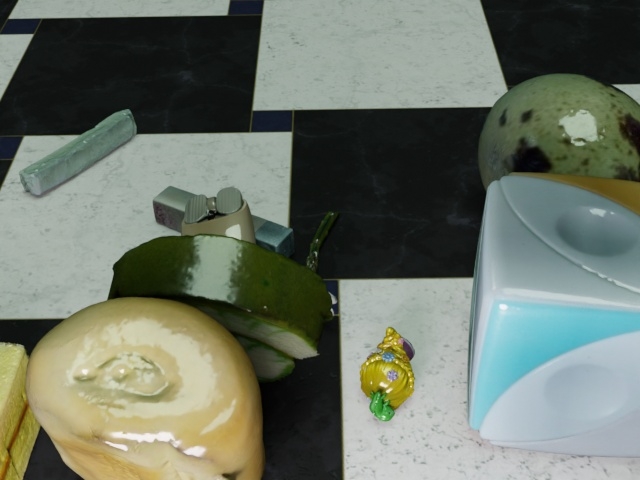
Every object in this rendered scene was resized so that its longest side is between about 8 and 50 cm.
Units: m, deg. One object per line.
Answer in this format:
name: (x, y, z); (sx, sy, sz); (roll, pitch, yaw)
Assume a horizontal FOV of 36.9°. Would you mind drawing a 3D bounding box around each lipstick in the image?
lipstick: (-0.205, -0.031, 2.000); (0.317, 0.066, 0.068); (20, 45, 25)

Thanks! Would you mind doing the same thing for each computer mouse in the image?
computer mouse: (-0.201, 0.001, 1.880); (0.145, 0.082, 0.236); (-13, 58, 8)

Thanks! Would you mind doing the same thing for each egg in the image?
egg: (0.490, -0.164, 1.932); (0.345, 0.345, 0.428); (-16, 38, -18)

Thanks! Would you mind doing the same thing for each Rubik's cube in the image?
Rubik's cube: (0.424, 0.119, 1.568); (0.352, 0.351, 0.347); (7, 40, 7)

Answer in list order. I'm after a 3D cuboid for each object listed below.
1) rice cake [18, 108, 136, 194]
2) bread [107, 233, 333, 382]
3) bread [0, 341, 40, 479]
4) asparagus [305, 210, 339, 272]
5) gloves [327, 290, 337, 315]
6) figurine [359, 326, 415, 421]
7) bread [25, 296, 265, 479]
rice cake: (-0.554, -0.209, 2.235); (0.063, 0.066, 0.336); (24, 44, 29)
bread: (-0.159, 0.117, 1.569); (0.382, 0.366, 0.129); (-2, 61, 21)
bread: (-0.554, 0.303, 1.511); (0.163, 0.167, 0.264); (0, 39, 3)
asparagus: (0.001, 0.001, 1.987); (0.034, 0.027, 0.236); (0, 37, 19)
gloves: (-0.082, 0.117, 1.781); (0.229, 0.097, 0.119); (0, 1, 6)
figurine: (0.112, 0.224, 1.637); (0.095, 0.115, 0.156); (4, 40, 24)
bread: (-0.240, 0.243, 1.416); (0.348, 0.376, 0.253); (13, 59, 8)
